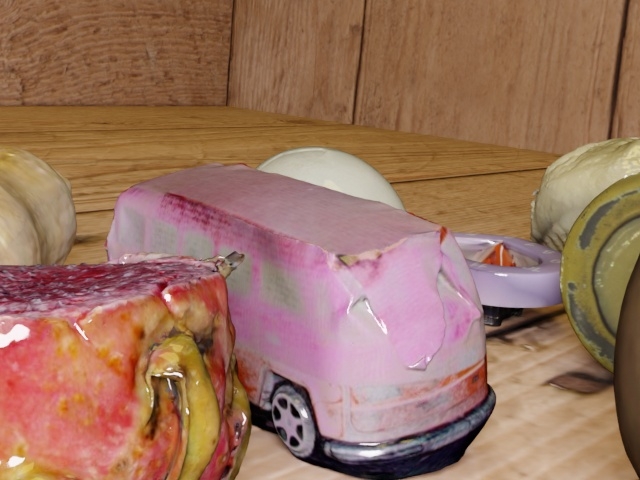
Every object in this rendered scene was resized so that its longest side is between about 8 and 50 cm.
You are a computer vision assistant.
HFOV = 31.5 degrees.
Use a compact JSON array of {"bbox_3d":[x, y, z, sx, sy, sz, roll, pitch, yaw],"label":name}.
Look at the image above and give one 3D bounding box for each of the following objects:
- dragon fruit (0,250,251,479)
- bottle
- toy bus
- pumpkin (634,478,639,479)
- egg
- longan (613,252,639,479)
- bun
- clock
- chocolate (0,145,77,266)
[{"bbox_3d":[-0.123,0.084,0.514,0.211,0.147,0.282,0,4,31],"label":"dragon fruit"},{"bbox_3d":[0.346,0.012,0.977,0.171,0.172,0.351,11,13,31],"label":"bottle"},{"bbox_3d":[-0.024,0.039,0.738,0.127,0.147,0.302,-15,19,-34],"label":"toy bus"},{"bbox_3d":[0.139,0.134,0.295,0.211,0.152,0.211,-13,9,2],"label":"pumpkin"},{"bbox_3d":[0.000,0.000,0.939,0.151,0.151,0.209,2,12,-15],"label":"egg"},{"bbox_3d":[0.271,0.055,0.563,0.258,0.258,0.258,5,10,-1],"label":"longan"},{"bbox_3d":[0.337,-0.045,1.231,0.220,0.134,0.220,7,-20,3],"label":"bun"},{"bbox_3d":[0.143,0.035,1.056,0.198,0.064,0.172,12,13,33],"label":"clock"},{"bbox_3d":[-0.271,-0.001,0.900,0.134,0.134,0.309,5,14,-2],"label":"chocolate"}]
